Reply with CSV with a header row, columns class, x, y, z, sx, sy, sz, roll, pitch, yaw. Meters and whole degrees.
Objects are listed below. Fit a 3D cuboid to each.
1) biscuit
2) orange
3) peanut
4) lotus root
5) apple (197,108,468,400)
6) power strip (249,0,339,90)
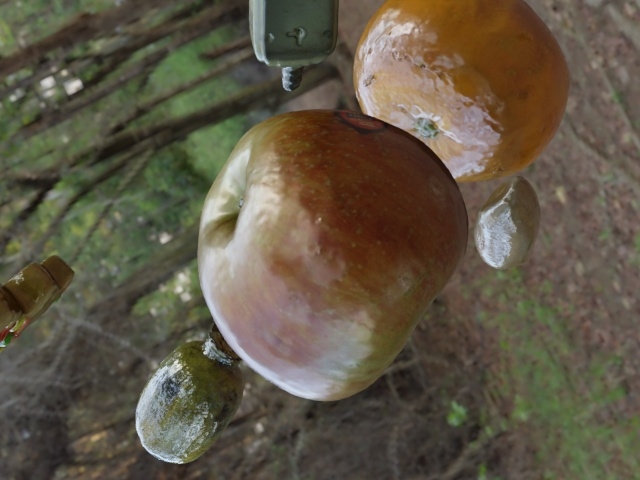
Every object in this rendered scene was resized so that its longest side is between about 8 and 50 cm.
class,x,y,z,sx,sy,sz,roll,pitch,yaw
biscuit,-0.260,0.074,0.902,0.041,0.212,0.238,51,-147,-1
orange,0.183,-0.208,1.534,0.283,0.226,0.284,27,153,15
peanut,0.214,-0.019,1.343,0.152,0.076,0.076,80,165,-58
lotus root,-0.196,0.237,1.891,0.154,0.278,0.154,33,-159,-14
apple,0.000,0.000,1.166,0.250,0.277,0.309,37,177,0
power strip,-0.026,-0.322,1.184,0.066,0.092,0.388,-104,13,-53
